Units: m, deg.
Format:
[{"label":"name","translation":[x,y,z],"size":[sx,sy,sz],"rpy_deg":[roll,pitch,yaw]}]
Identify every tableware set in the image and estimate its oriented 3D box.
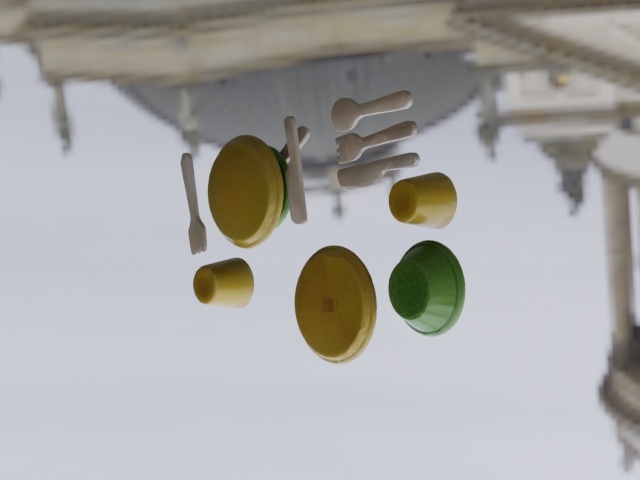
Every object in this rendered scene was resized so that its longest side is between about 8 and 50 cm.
[{"label":"tableware set","translation":[0.000,0.000,0.774],"size":[0.024,0.104,0.154],"rpy_deg":[-2,172,-42]}]
